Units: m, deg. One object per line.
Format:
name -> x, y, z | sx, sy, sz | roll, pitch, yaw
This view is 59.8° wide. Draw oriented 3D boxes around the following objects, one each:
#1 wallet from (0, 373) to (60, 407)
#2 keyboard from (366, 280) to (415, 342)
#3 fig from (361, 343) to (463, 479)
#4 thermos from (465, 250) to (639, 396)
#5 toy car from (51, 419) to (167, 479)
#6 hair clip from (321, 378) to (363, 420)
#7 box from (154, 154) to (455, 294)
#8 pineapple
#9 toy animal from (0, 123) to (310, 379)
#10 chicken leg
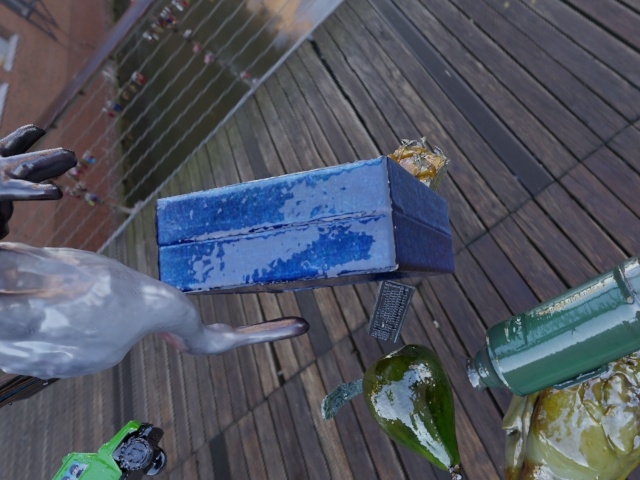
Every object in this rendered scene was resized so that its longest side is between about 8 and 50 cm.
wallet -> -0.390, 0.186, 0.721 | 0.124, 0.230, 0.042 | -21, 89, 10
keyboard -> 0.181, 0.187, 1.445 | 0.093, 0.230, 0.025 | 14, 44, 7
fig -> 0.129, 0.229, 0.728 | 0.117, 0.117, 0.178 | -35, 71, 23
thermos -> 0.217, 0.085, 0.493 | 0.187, 0.083, 0.073 | -35, 55, 32
toy car -> -0.189, 0.215, 0.440 | 0.062, 0.071, 0.165 | 28, 66, 11
hair clip -> 0.066, 0.432, 1.544 | 0.036, 0.229, 0.066 | -13, 92, 39
box -> 0.000, 0.000, 0.651 | 0.261, 0.279, 0.117 | -9, 81, 22
pineapple -> 0.197, -0.113, 1.154 | 0.114, 0.236, 0.186 | 29, 117, 24
toy animal -> -0.165, 0.046, 0.387 | 0.195, 0.324, 0.091 | -19, 54, 19
chicken leg -> 0.266, 0.293, 0.648 | 0.152, 0.201, 0.430 | 23, 91, 26
